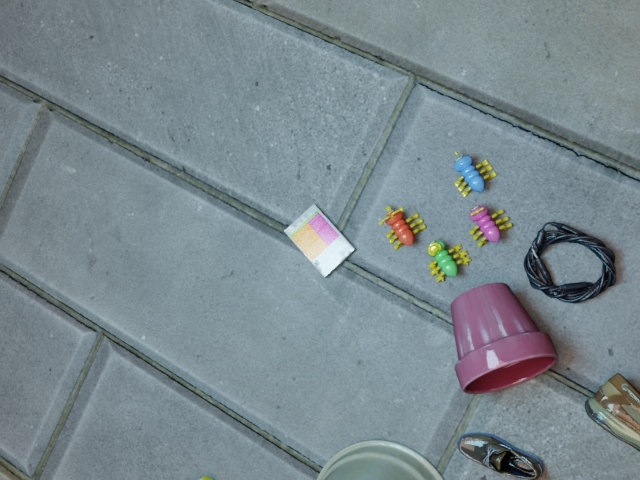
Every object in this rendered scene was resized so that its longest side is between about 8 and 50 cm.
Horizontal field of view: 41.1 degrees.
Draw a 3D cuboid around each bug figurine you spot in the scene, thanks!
[{"bbox_3d":[0.274,-0.046,1.827,0.279,0.072,0.216,-39,76,14],"label":"bug figurine"}]

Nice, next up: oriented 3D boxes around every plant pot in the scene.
[{"bbox_3d":[0.083,0.600,1.740,0.334,0.305,0.333,-1,87,20],"label":"plant pot"},{"bbox_3d":[0.354,0.193,1.734,0.201,0.201,0.180,-27,63,17],"label":"plant pot"}]

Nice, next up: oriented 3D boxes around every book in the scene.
[{"bbox_3d":[0.000,0.000,1.946,0.096,0.035,0.144,-43,75,10],"label":"book"}]

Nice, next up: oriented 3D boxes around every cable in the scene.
[{"bbox_3d":[0.513,0.054,1.749,0.184,0.047,0.150,28,97,18],"label":"cable"}]

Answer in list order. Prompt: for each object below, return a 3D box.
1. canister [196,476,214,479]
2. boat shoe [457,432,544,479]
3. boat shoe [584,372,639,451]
[{"bbox_3d":[-0.317,0.640,1.996,0.170,0.073,0.126,-28,58,15],"label":"canister"},{"bbox_3d":[0.371,0.447,1.770,0.183,0.066,0.066,13,91,20],"label":"boat shoe"},{"bbox_3d":[0.673,0.378,1.638,0.324,0.122,0.120,35,96,17],"label":"boat shoe"}]
